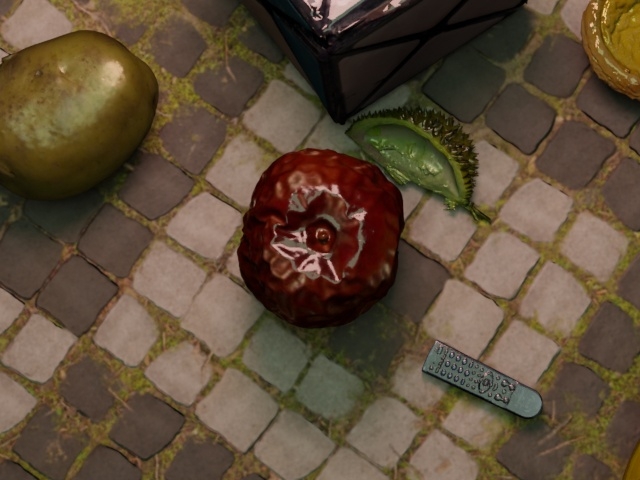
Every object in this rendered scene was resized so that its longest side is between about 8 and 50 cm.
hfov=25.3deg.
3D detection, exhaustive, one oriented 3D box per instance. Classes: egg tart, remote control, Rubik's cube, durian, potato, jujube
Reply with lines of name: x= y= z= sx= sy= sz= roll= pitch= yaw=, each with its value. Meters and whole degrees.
egg tart: x=0.415 y=-0.252 z=1.756 sx=0.191 sy=0.074 sz=0.191 roll=0 pitch=82 yaw=2
remote control: x=0.199 y=0.174 z=1.734 sx=0.152 sy=0.027 sz=0.043 roll=27 pitch=90 yaw=9
Rubik's cube: x=0.048 y=-0.362 z=1.675 sx=0.310 sy=0.305 sz=0.307 roll=-34 pitch=79 yaw=-2
durian: x=0.135 y=-0.108 z=1.766 sx=0.215 sy=0.086 sz=0.100 roll=33 pitch=119 yaw=11
potato: x=-0.318 y=-0.154 z=1.751 sx=0.197 sy=0.148 sz=0.228 roll=38 pitch=87 yaw=-5
jujube: x=0.000 y=0.000 z=1.668 sx=0.213 sy=0.232 sz=0.213 roll=0 pitch=86 yaw=6

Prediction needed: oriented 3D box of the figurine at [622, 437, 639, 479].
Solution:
figurine: x=0.485 y=0.262 z=1.603 sx=0.323 sy=0.231 sz=0.340 roll=43 pitch=81 yaw=3
